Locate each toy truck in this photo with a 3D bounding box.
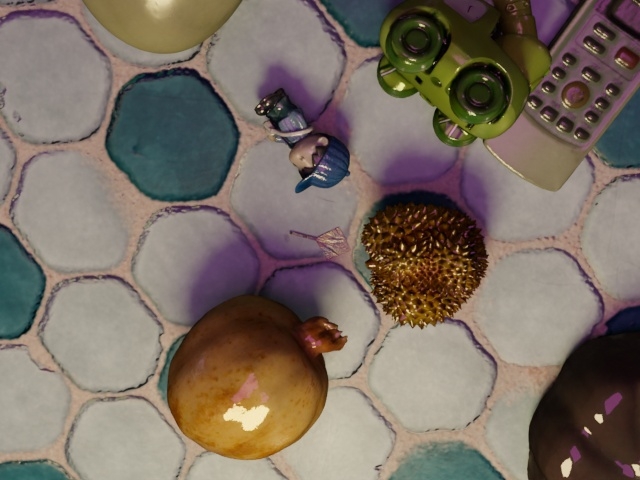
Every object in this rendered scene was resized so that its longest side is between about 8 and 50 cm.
[{"bbox_3d":[0.182,-0.215,1.019,0.211,0.148,0.187,-31,84,-7],"label":"toy truck"}]

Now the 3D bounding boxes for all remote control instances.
[{"bbox_3d":[0.321,-0.198,1.067,0.123,0.038,0.285,34,104,-7],"label":"remote control"}]

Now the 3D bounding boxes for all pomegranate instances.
[{"bbox_3d":[-0.090,0.169,1.099,0.207,0.207,0.207,1,105,3],"label":"pomegranate"}]

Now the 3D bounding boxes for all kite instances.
[{"bbox_3d":[0.000,0.006,1.155,0.078,0.002,0.044,-5,105,3],"label":"kite"}]

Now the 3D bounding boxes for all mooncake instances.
[{"bbox_3d":[0.412,0.275,1.132,0.306,0.154,0.306,1,102,4],"label":"mooncake"}]

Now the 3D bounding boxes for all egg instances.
[{"bbox_3d":[-0.172,-0.342,0.963,0.219,0.219,0.269,6,109,1],"label":"egg"}]

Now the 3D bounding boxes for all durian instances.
[{"bbox_3d":[0.128,0.030,1.094,0.168,0.137,0.158,0,125,-11],"label":"durian"}]

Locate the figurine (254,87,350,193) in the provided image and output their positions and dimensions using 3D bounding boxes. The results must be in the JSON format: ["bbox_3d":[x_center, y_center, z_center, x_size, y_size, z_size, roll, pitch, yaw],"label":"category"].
[{"bbox_3d":[-0.019,-0.125,1.096,0.079,0.077,0.136,-26,87,-25],"label":"figurine"}]
